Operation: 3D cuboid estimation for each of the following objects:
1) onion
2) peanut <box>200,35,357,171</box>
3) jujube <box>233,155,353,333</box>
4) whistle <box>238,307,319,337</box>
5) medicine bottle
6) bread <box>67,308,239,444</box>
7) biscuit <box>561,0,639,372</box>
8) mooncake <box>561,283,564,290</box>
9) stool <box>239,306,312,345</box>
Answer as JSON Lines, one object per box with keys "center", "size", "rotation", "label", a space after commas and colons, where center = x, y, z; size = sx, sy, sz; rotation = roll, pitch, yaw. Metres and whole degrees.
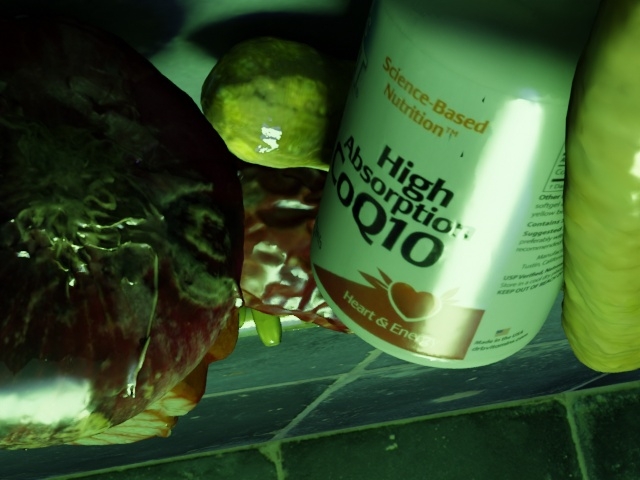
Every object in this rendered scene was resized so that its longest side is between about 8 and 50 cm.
{"center": [-0.164, -0.001, 0.623], "size": [0.246, 0.246, 0.190], "rotation": [-4, 160, -24], "label": "onion"}
{"center": [0.010, -0.083, 0.749], "size": [0.207, 0.087, 0.087], "rotation": [7, 156, -42], "label": "peanut"}
{"center": [0.000, 0.000, 0.914], "size": [0.230, 0.155, 0.155], "rotation": [6, 156, -42], "label": "jujube"}
{"center": [-0.132, 0.088, 1.283], "size": [0.327, 0.068, 0.057], "rotation": [-11, 119, -2], "label": "whistle"}
{"center": [0.093, -0.074, 0.614], "size": [0.157, 0.157, 0.288], "rotation": [-5, 137, -20], "label": "medicine bottle"}
{"center": [-0.251, 0.090, 0.987], "size": [0.295, 0.114, 0.328], "rotation": [17, 154, -21], "label": "bread"}
{"center": [0.277, -0.131, 0.487], "size": [0.429, 0.104, 0.446], "rotation": [-38, 156, -3], "label": "biscuit"}
{"center": [0.320, -0.044, 0.957], "size": [0.290, 0.161, 0.290], "rotation": [-10, 166, -3], "label": "mooncake"}
{"center": [-0.073, 0.040, 1.064], "size": [0.135, 0.110, 0.134], "rotation": [-16, 162, 11], "label": "stool"}
